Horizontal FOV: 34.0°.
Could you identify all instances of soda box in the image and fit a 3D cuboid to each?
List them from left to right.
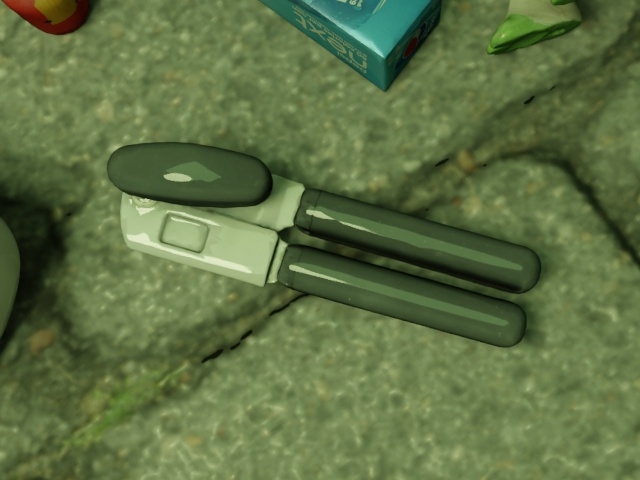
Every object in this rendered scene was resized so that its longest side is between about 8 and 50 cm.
[{"bbox_3d":[-0.019,-0.197,0.716,0.210,0.071,0.067,37,85,8],"label":"soda box"}]

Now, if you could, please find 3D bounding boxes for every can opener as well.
[{"bbox_3d":[0.000,0.000,0.671,0.284,0.095,0.075,15,83,6],"label":"can opener"}]

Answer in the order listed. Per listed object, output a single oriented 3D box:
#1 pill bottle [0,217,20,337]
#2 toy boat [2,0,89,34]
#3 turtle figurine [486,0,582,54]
[{"bbox_3d":[-0.413,-0.017,0.636,0.408,0.229,0.229,31,84,8],"label":"pill bottle"},{"bbox_3d":[-0.233,-0.297,0.708,0.268,0.148,0.318,-21,80,0],"label":"toy boat"},{"bbox_3d":[0.085,-0.260,0.662,0.198,0.275,0.266,-23,83,35],"label":"turtle figurine"}]
